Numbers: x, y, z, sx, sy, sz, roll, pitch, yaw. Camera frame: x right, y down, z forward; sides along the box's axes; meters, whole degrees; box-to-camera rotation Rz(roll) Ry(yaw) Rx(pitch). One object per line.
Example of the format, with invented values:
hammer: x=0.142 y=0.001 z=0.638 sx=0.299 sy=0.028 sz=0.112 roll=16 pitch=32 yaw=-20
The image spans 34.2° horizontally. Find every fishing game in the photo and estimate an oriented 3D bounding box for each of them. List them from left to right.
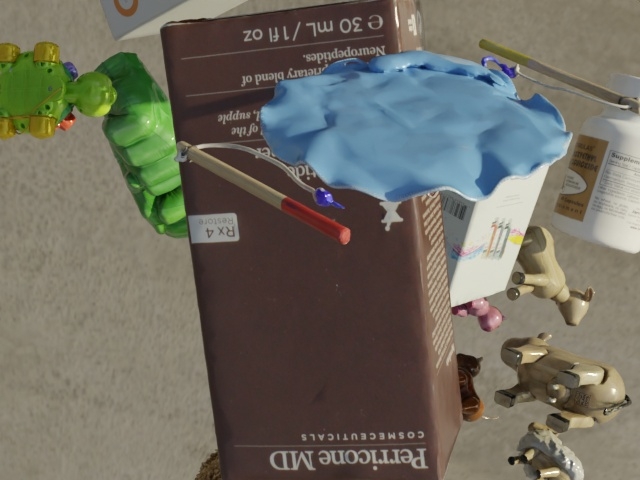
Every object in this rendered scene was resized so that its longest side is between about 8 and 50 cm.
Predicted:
fishing game: x=0.053 y=-0.065 z=0.626 sx=0.264 sy=0.041 sz=0.189 roll=-27 pitch=41 yaw=-36

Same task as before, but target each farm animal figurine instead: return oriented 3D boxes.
farm animal figurine: x=0.332 y=0.168 z=1.569 sx=0.172 sy=0.330 sz=0.327 roll=-4 pitch=35 yaw=-42

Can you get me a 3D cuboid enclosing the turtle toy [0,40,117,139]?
turtle toy: x=-0.262 y=-0.142 z=1.012 sx=0.130 sy=0.066 sz=0.095 roll=3 pitch=89 yaw=26

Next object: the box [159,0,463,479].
box: x=0.000 y=0.000 z=0.854 sx=0.191 sy=0.143 sz=0.381 roll=-4 pitch=102 yaw=15

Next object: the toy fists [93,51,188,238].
toy fists: x=-0.197 y=-0.094 z=1.255 sx=0.096 sy=0.279 sz=0.142 roll=-31 pitch=63 yaw=-10

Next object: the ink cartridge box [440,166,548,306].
ink cartridge box: x=0.160 y=-0.032 z=1.223 sx=0.127 sy=0.176 sz=0.128 roll=-11 pitch=35 yaw=-45

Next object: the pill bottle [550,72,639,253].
pill bottle: x=0.416 y=-0.108 z=1.446 sx=0.131 sy=0.131 sz=0.229 roll=16 pitch=98 yaw=-4

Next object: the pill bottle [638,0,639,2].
pill bottle: x=0.351 y=-0.276 z=0.885 sx=0.188 sy=0.334 sz=0.187 roll=1 pitch=99 yaw=10

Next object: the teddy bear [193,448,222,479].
teddy bear: x=-0.137 y=0.346 z=1.398 sx=0.113 sy=0.245 sz=0.338 roll=47 pitch=61 yaw=-17

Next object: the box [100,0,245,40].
box: x=-0.155 y=-0.437 z=1.421 sx=0.168 sy=0.345 sz=0.214 roll=-23 pitch=96 yaw=-50
